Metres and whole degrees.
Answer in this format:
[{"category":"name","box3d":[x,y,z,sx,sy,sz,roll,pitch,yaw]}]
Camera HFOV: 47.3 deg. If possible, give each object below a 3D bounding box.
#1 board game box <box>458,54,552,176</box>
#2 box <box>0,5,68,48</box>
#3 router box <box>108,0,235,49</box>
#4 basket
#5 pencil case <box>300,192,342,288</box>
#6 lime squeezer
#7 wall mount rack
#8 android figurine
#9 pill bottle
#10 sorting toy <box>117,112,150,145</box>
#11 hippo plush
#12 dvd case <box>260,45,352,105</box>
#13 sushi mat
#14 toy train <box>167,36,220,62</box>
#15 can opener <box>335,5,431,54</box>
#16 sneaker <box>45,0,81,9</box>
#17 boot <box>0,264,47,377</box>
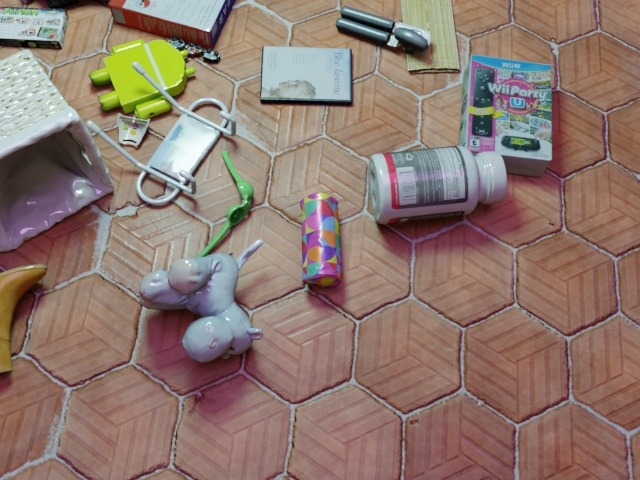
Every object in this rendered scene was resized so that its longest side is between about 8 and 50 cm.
[{"category":"board game box","box3d":[0.491,-0.333,1.946,0.224,0.097,0.303,7,65,1]},{"category":"box","box3d":[-0.818,-0.594,2.038,0.207,0.036,0.114,3,66,-1]},{"category":"router box","box3d":[-0.393,-0.734,2.092,0.301,0.082,0.335,16,67,5]},{"category":"basket","box3d":[-0.721,-0.206,1.720,0.331,0.328,0.266,-33,68,-15]},{"category":"pencil case","box3d":[0.000,0.000,1.781,0.104,0.104,0.236,-1,64,-3]},{"category":"lime squeezer","box3d":[-0.228,-0.093,1.832,0.110,0.059,0.310,9,67,1]},{"category":"wall mount rack","box3d":[-0.396,-0.280,1.862,0.304,0.130,0.350,27,68,6]},{"category":"android figurine","box3d":[-0.477,-0.444,1.976,0.273,0.056,0.248,-23,69,-11]},{"category":"pill bottle","box3d":[0.287,-0.141,1.808,0.318,0.176,0.176,-6,67,-5]},{"category":"sorting toy","box3d":[-0.493,-0.285,1.916,0.083,0.045,0.075,11,74,2]},{"category":"hippo plush","box3d":[-0.264,0.163,1.670,0.294,0.234,0.236,-15,83,-53]},{"category":"dvd case","box3d":[-0.038,-0.455,2.017,0.253,0.022,0.180,1,66,-2]},{"category":"sushi mat","box3d":[0.312,-0.614,2.102,0.151,0.019,0.316,-1,66,-2]},{"category":"toy train","box3d":[-0.355,-0.528,2.035,0.158,0.027,0.036,20,78,6]},{"category":"can opener","box3d":[0.177,-0.593,2.041,0.280,0.093,0.074,21,83,15]},{"category":"sneaker","box3d":[-0.713,-0.709,2.068,0.286,0.109,0.130,9,72,12]},{"category":"boot","box3d":[-0.732,0.199,1.669,0.295,0.104,0.211,-26,75,-8]}]
